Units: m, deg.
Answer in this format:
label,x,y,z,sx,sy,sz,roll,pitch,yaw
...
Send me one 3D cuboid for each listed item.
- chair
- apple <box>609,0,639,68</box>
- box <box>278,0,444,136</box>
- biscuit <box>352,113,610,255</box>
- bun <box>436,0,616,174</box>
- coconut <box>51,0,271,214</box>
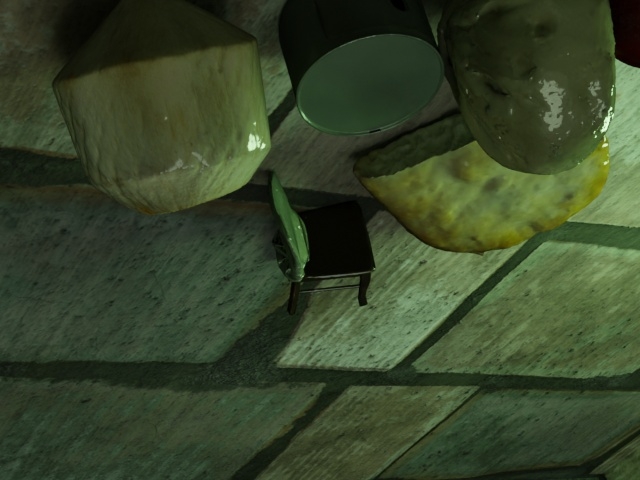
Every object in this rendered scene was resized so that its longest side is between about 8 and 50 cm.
label,x,y,z,sx,sy,sz,roll,pitch,yaw
chair,0.000,0.000,2.231,0.186,0.160,0.319,-8,149,-5
apple,0.557,-0.384,1.777,0.316,0.288,0.288,-11,150,5
box,0.058,-0.284,1.797,0.226,0.149,0.226,-11,149,-7
biscuit,0.337,-0.125,2.244,0.429,0.104,0.446,-26,145,16
bun,0.298,-0.254,1.783,0.234,0.326,0.362,-13,172,-8
coconut,-0.217,-0.208,1.682,0.328,0.329,0.329,-12,149,-8
